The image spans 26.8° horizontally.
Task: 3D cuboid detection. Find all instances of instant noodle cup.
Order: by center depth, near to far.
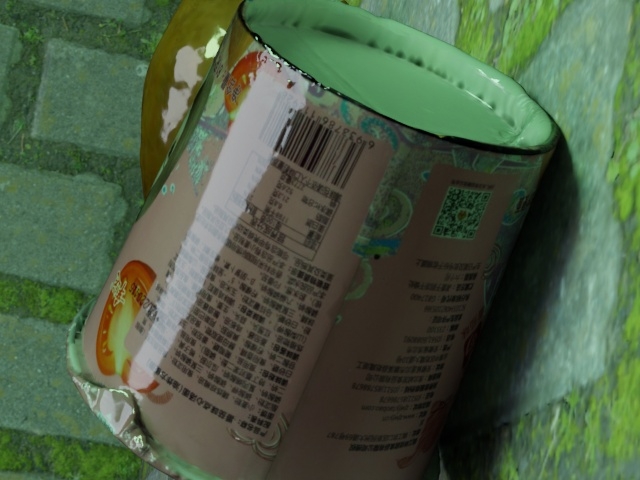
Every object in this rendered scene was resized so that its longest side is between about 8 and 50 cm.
[{"bbox_3d":[0.000,0.000,0.774,0.243,0.243,0.231,-103,33,-63],"label":"instant noodle cup"}]

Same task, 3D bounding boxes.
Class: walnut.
[{"bbox_3d":[-0.064,-0.074,1.191,0.209,0.209,0.336,-111,33,-68],"label":"walnut"}]
